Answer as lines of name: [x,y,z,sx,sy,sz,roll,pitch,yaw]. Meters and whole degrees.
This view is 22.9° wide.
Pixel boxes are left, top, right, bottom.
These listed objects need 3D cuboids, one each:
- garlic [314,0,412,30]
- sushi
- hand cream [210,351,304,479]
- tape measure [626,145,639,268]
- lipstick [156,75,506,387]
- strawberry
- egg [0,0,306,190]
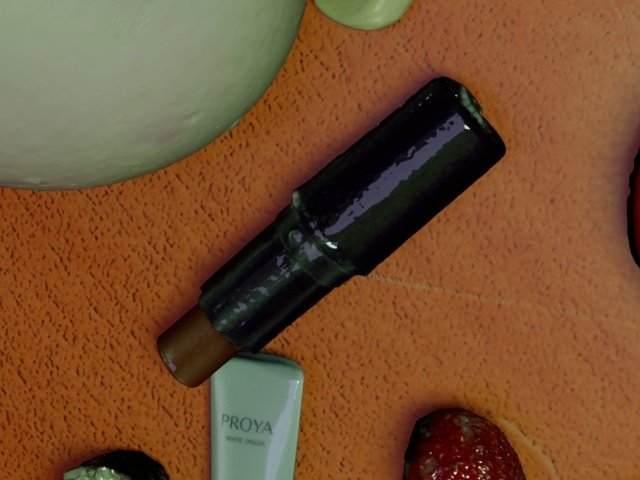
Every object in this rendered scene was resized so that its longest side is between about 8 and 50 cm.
garlic: [0.036,-0.175,1.116,0.083,0.041,0.053,-19,87,24]
sushi: [-0.172,0.235,1.207,0.091,0.078,0.150,23,104,11]
hand cream: [-0.051,0.210,1.185,0.079,0.048,0.255,5,97,22]
tape measure: [0.331,-0.016,1.017,0.260,0.114,0.253,-17,92,17]
lipstick: [0.000,0.000,1.126,0.300,0.081,0.081,-39,86,15]
strawberry: [0.103,0.170,1.115,0.106,0.106,0.106,2,98,15]
egg: [-0.207,-0.201,1.024,0.355,0.340,0.354,2,98,17]
